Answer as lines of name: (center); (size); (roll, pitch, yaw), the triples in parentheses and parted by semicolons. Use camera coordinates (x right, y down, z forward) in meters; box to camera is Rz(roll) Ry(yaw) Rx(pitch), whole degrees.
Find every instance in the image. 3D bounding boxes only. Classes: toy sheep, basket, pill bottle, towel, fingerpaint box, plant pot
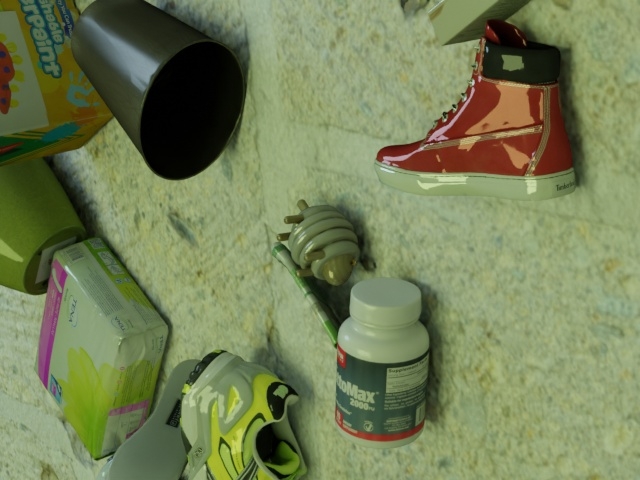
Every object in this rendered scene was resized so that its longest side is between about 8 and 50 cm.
toy sheep: (0.000, 0.000, 1.694); (0.132, 0.091, 0.091); (64, 145, 28)
basket: (-0.224, -0.224, 1.857); (0.227, 0.154, 0.204); (45, 135, 39)
pill bottle: (0.072, 0.140, 1.636); (0.108, 0.108, 0.180); (28, 125, 46)
towel: (-0.008, 0.078, 1.735); (0.152, 0.023, 0.113); (58, -175, 22)
fingerpaint box: (-0.561, -0.325, 2.077); (0.163, 0.371, 0.445); (-32, 78, 52)
plant pot: (-0.522, -0.051, 2.269); (0.293, 0.275, 0.275); (37, 133, 23)

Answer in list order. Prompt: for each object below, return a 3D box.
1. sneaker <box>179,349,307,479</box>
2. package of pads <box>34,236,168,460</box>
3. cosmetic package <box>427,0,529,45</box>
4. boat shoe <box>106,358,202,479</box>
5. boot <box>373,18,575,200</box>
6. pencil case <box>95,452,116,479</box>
sneaker: (-0.101, 0.339, 1.932); (0.147, 0.145, 0.384); (16, 126, 29)
package of pads: (-0.352, 0.178, 2.235); (0.229, 0.101, 0.296); (48, 138, 32)
cosmetic package: (0.164, -0.239, 1.394); (0.115, 0.060, 0.041); (-34, 75, 52)
boat shoe: (-0.223, 0.289, 1.995); (0.096, 0.267, 0.088); (18, 138, 5)
boot: (0.148, -0.135, 1.440); (0.244, 0.088, 0.176); (3, 106, 45)
pencil case: (-0.236, 0.440, 2.175); (0.273, 0.124, 0.113); (46, 160, 35)
